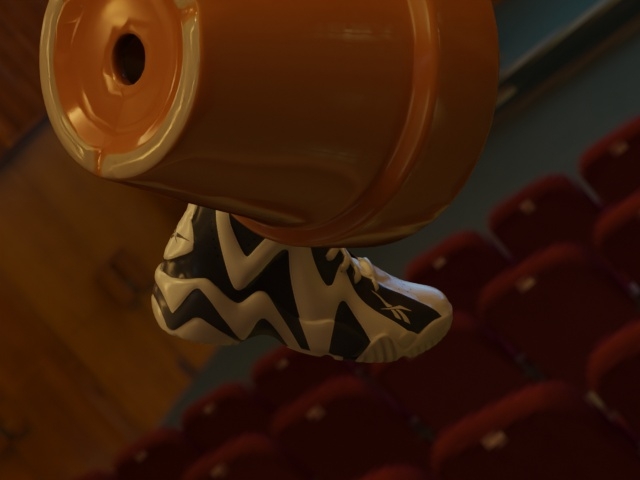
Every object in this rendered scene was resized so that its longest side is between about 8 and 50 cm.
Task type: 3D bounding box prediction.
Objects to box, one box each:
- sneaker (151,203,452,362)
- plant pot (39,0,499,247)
[{"bbox_3d":[0.000,0.000,1.349,0.094,0.235,0.153,-119,39,-67],"label":"sneaker"},{"bbox_3d":[-0.040,-0.096,0.992,0.188,0.205,0.205,-2,-21,-46],"label":"plant pot"}]
